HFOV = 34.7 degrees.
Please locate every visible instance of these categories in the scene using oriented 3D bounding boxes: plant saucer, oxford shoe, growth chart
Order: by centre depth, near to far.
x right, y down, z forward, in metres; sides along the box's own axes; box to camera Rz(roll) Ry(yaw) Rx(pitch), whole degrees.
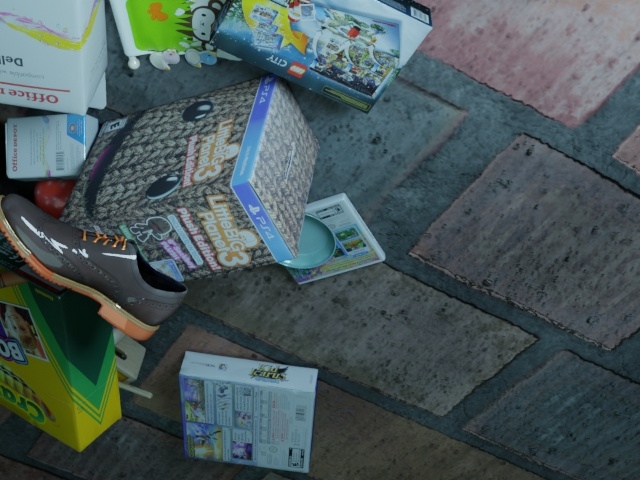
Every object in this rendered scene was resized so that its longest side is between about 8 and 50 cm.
[{"bbox_3d":[-0.287,0.014,1.288,0.098,0.097,0.271,-41,122,15],"label":"oxford shoe"},{"bbox_3d":[-0.162,-0.293,1.320,0.237,0.021,0.172,-4,135,15],"label":"growth chart"},{"bbox_3d":[-0.034,-0.006,1.556,0.119,0.021,0.119,5,134,5],"label":"plant saucer"}]

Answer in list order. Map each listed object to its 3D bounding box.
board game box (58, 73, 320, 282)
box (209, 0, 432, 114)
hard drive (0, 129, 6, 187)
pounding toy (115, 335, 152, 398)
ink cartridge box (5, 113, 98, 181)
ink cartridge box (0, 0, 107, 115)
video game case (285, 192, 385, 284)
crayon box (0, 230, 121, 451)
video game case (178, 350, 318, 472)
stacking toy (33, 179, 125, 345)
[{"bbox_3d":[-0.172,-0.074,1.391,0.291,0.232,0.141,-13,131,21],"label":"board game box"},{"bbox_3d":[-0.001,-0.267,1.278,0.233,0.044,0.159,21,133,-20],"label":"box"},{"bbox_3d":[-0.643,-0.060,1.487,0.339,0.236,0.064,3,153,6],"label":"hard drive"},{"bbox_3d":[-0.380,0.226,1.824,0.130,0.100,0.141,-30,123,34],"label":"pounding toy"},{"bbox_3d":[-0.384,-0.132,1.469,0.123,0.088,0.052,-2,178,11],"label":"ink cartridge box"},{"bbox_3d":[-0.387,-0.285,1.297,0.207,0.119,0.353,8,136,0],"label":"ink cartridge box"},{"bbox_3d":[0.000,0.000,1.586,0.157,0.019,0.143,-17,130,24],"label":"video game case"},{"bbox_3d":[-0.486,0.118,1.595,0.363,0.106,0.313,23,129,26],"label":"crayon box"},{"bbox_3d":[-0.133,0.323,1.904,0.244,0.061,0.269,7,135,2],"label":"video game case"},{"bbox_3d":[-0.383,0.022,1.615,0.141,0.141,0.330,6,129,4],"label":"stacking toy"}]
